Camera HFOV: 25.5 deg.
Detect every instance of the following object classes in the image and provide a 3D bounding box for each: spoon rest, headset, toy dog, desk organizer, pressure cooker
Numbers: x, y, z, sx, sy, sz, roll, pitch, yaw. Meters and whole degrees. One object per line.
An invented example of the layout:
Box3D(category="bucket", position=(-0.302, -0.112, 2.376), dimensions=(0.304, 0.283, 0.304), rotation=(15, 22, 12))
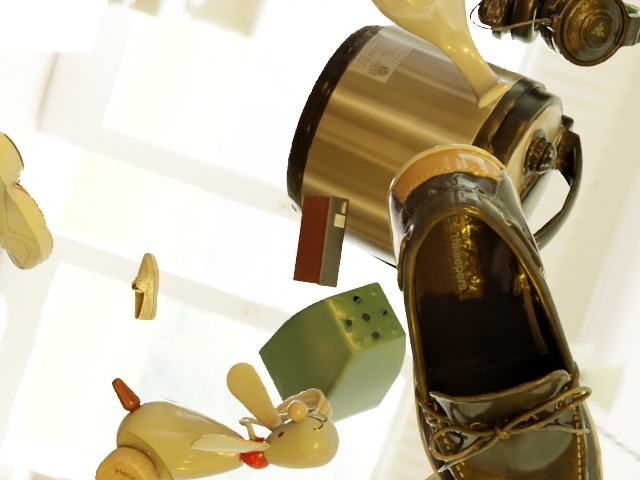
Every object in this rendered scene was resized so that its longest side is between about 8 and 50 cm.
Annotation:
Box3D(category="spoon rest", position=(0.170, -0.318, 2.016), dimensions=(0.137, 0.276, 0.084), rotation=(-33, -173, 6))
Box3D(category="headset", position=(0.376, -0.392, 2.279), dimensions=(0.394, 0.243, 0.185), rotation=(-14, 121, -48))
Box3D(category="toy dog", position=(-0.152, 0.236, 1.870), dimensions=(0.220, 0.333, 0.161), rotation=(-95, 166, -68))
Box3D(category="desk organizer", position=(0.000, 0.000, 2.033), dimensions=(0.047, 0.050, 0.130), rotation=(9, 88, -53))
Box3D(category="pressure cooker", position=(0.198, -0.116, 2.250), dimensions=(0.370, 0.420, 0.375), rotation=(-67, 162, 4))

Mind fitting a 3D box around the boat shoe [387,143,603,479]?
Box3D(category="boat shoe", position=(0.180, 0.149, 1.458), dimensions=(0.156, 0.187, 0.500), rotation=(-85, 161, -69))

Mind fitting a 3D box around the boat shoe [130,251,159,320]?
Box3D(category="boat shoe", position=(-0.256, 0.067, 2.045), dimensions=(0.035, 0.035, 0.100), rotation=(8, -84, 52))

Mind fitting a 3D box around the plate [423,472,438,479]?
Box3D(category="plate", position=(0.188, 0.329, 1.778), dimensions=(0.024, 0.188, 0.188), rotation=(-110, -148, -50))

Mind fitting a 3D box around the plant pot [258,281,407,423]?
Box3D(category="plant pot", position=(0.036, 0.175, 2.288), dimensions=(0.165, 0.166, 0.234), rotation=(63, -31, 19))

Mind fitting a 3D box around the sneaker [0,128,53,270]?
Box3D(category="sneaker", position=(-0.416, -0.040, 1.735), dimensions=(0.121, 0.099, 0.262), rotation=(-36, 145, -19))
